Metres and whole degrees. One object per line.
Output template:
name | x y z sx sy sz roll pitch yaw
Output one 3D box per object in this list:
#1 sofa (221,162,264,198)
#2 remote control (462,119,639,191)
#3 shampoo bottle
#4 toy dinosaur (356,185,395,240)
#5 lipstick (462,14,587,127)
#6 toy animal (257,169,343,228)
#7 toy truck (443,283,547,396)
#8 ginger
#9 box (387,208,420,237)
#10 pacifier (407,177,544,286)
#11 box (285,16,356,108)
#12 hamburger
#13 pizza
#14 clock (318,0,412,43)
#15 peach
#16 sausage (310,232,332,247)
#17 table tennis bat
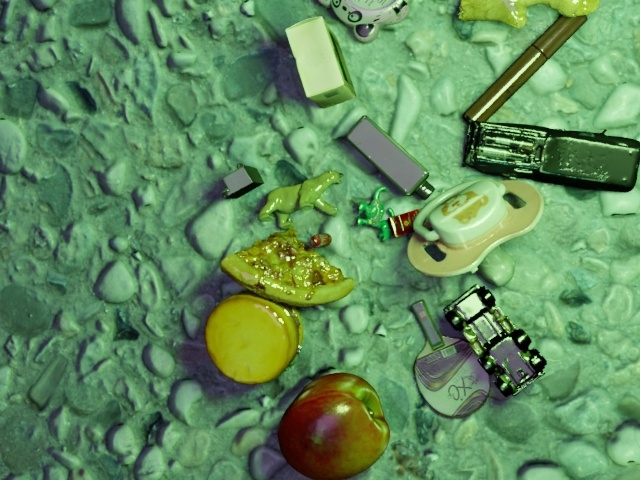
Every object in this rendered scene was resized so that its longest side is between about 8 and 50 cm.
sofa | -0.198 -0.146 1.926 0.085 0.147 0.060 -30 89 9
remote control | 0.536 -0.198 1.821 0.399 0.062 0.144 8 109 7
shampoo bottle | 0.173 -0.192 1.894 0.246 0.080 0.079 43 99 6
toy dinosaur | 0.138 -0.067 1.922 0.096 0.059 0.132 8 97 -3
lipstick | 0.476 -0.403 1.850 0.057 0.057 0.356 45 98 6
toy animal | -0.046 -0.105 1.939 0.219 0.103 0.101 -17 64 14
toy truck | 0.403 0.231 1.843 0.127 0.127 0.257 -38 85 1
ginger | 0.516 -0.586 1.816 0.375 0.166 0.236 -41 92 23
box | 0.207 -0.041 1.905 0.082 0.023 0.051 -16 87 -16
pacifier | 0.357 -0.015 1.795 0.332 0.220 0.273 -34 86 -3
box | 0.004 -0.413 1.853 0.095 0.212 0.168 -20 89 11
hamburger | -0.155 0.225 1.917 0.246 0.170 0.246 4 103 17
pizza | -0.075 0.053 1.884 0.336 0.086 0.226 12 49 -18
clock | 0.129 -0.617 1.891 0.227 0.090 0.248 46 99 6
peach | 0.012 0.453 1.889 0.275 0.245 0.248 -37 57 19
sausage | 0.000 0.000 1.904 0.034 0.129 0.034 0 92 11
table tennis bat | 0.300 0.284 1.914 0.173 0.022 0.301 -25 89 9
